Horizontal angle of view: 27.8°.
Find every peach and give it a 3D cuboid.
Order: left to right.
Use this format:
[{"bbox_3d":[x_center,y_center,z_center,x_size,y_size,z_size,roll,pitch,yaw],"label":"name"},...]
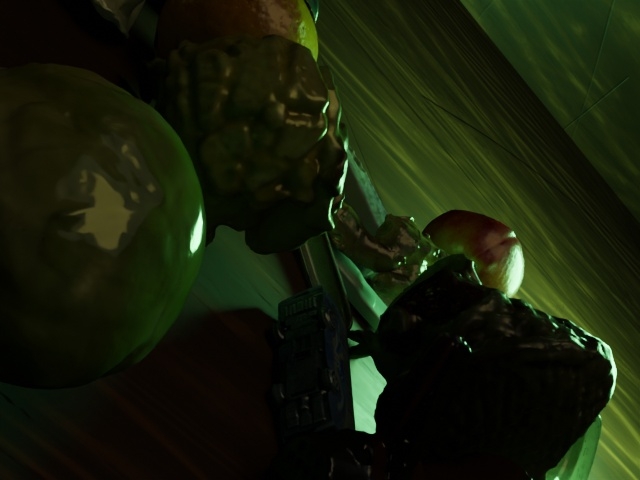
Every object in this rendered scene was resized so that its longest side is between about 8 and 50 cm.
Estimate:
[{"bbox_3d":[0.250,0.035,2.127,0.190,0.190,0.192,57,40,-1],"label":"peach"}]

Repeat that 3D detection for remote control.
[{"bbox_3d":[0.052,0.066,1.872,0.162,0.029,0.061,49,25,-16],"label":"remote control"}]

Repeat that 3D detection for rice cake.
[{"bbox_3d":[0.030,-0.107,2.011,0.064,0.070,0.399,10,50,-57],"label":"rice cake"}]

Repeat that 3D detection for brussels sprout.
[{"bbox_3d":[-0.236,-0.015,1.121,0.274,0.242,0.316,4,48,-34],"label":"brussels sprout"}]

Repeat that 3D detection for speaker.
[{"bbox_3d":[0.121,0.269,1.437,0.329,0.259,0.198,35,25,-44],"label":"speaker"}]

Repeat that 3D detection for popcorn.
[{"bbox_3d":[-0.085,-0.113,1.544,0.293,0.237,0.292,176,-90,-79],"label":"popcorn"}]

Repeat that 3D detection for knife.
[{"bbox_3d":[0.000,0.001,1.788,0.053,0.123,0.278,89,-15,-72],"label":"knife"}]

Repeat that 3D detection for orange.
[{"bbox_3d":[-0.112,-0.259,1.715,0.219,0.219,0.193,41,26,-36],"label":"orange"}]

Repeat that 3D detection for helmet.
[{"bbox_3d":[0.333,0.297,2.020,0.204,0.137,0.257,-65,147,-22],"label":"helmet"}]

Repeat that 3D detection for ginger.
[{"bbox_3d":[0.088,-0.001,1.879,0.214,0.059,0.133,42,61,-14],"label":"ginger"}]

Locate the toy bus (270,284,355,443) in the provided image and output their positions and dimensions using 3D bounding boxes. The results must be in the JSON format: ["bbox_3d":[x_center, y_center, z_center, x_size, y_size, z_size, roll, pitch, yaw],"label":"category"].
[{"bbox_3d":[-0.008,0.163,1.563,0.236,0.079,0.094,-93,160,-51],"label":"toy bus"}]

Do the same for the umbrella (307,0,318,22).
[{"bbox_3d":[-0.150,-0.371,1.823,0.349,0.094,0.143,32,52,-28],"label":"umbrella"}]

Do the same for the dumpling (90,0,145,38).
[{"bbox_3d":[-0.257,-0.329,1.677,0.169,0.100,0.134,-123,-161,-60],"label":"dumpling"}]

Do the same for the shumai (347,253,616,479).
[{"bbox_3d":[0.199,0.141,1.694,0.292,0.330,0.288,56,15,-35],"label":"shumai"}]
